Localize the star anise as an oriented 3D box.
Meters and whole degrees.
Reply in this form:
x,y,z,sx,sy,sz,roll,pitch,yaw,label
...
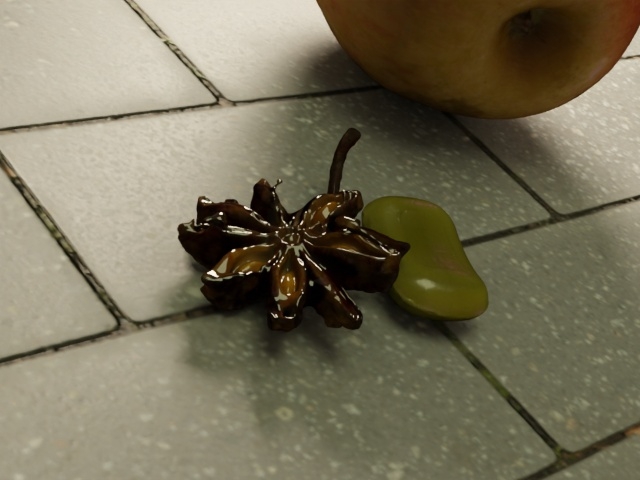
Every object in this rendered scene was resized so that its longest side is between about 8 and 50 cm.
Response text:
x,y,z,sx,sy,sz,roll,pitch,yaw,label
0.002,-0.003,0.956,0.234,0.073,0.177,-30,53,-32,star anise

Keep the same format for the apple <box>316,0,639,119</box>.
x,y,z,sx,sy,sz,roll,pitch,yaw,label
0.155,-0.295,1.213,0.363,0.364,0.364,17,35,-12,apple

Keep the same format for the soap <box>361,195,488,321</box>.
x,y,z,sx,sy,sz,roll,pitch,yaw,label
0.083,0.016,1.016,0.088,0.045,0.140,10,36,-26,soap
